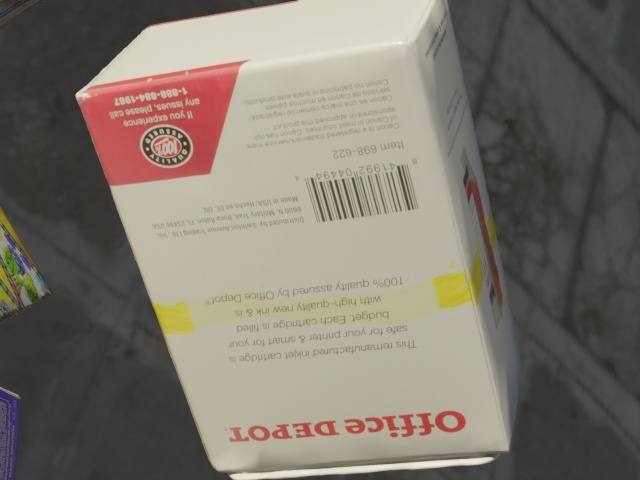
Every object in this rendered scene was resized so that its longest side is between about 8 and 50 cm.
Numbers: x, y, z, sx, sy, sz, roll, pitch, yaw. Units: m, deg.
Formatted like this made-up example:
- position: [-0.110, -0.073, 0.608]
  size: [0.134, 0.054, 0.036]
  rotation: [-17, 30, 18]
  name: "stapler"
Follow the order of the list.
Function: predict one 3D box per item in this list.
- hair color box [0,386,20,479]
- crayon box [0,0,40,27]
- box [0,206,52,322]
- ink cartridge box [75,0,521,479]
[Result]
- position: [-0.320, 0.135, 0.853]
  size: [0.185, 0.339, 0.110]
  rotation: [2, 77, -2]
  name: "hair color box"
- position: [-0.193, -0.108, 0.511]
  size: [0.106, 0.313, 0.363]
  rotation: [58, 10, -13]
  name: "crayon box"
- position: [-0.463, 0.068, 1.297]
  size: [0.177, 0.290, 0.279]
  rotation: [59, 3, -3]
  name: "box"
- position: [0.000, 0.000, 1.112]
  size: [0.160, 0.279, 0.384]
  rotation: [-65, 144, -58]
  name: "ink cartridge box"
